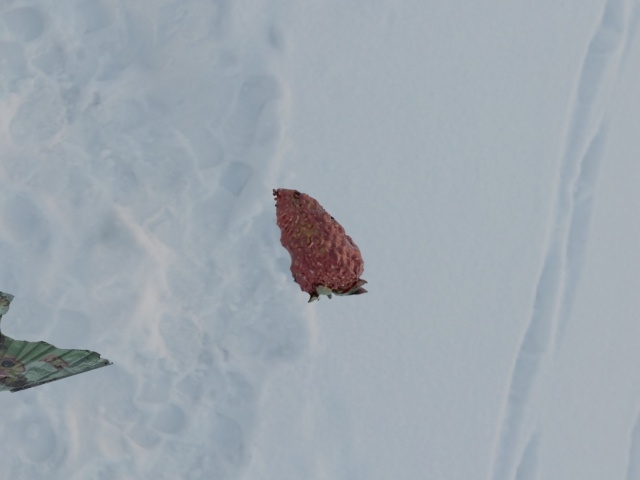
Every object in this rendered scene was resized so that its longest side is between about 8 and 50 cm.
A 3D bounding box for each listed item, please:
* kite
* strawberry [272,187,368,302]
[{"bbox_3d":[-0.455,0.152,0.879,0.322,0.268,0.013,16,42,-19],"label":"kite"},{"bbox_3d":[0.005,-0.004,1.173,0.174,0.098,0.228,11,53,-58],"label":"strawberry"}]
